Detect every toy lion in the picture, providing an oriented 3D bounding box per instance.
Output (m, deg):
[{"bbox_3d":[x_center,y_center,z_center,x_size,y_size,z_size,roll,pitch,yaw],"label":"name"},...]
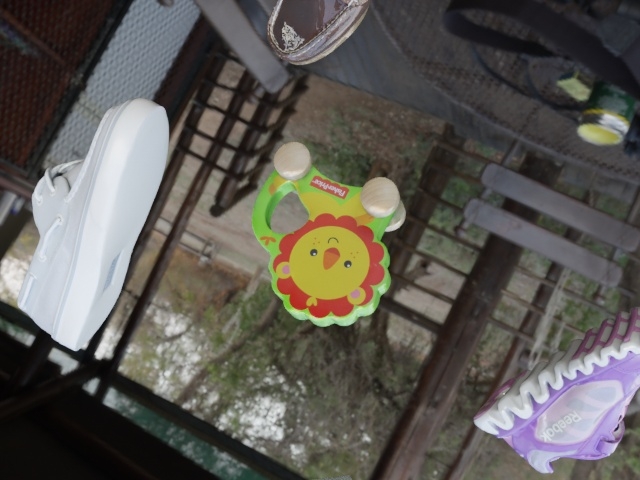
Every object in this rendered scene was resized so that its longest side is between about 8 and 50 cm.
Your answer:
[{"bbox_3d":[0.000,0.000,0.424,0.100,0.096,0.034,25,167,21],"label":"toy lion"}]

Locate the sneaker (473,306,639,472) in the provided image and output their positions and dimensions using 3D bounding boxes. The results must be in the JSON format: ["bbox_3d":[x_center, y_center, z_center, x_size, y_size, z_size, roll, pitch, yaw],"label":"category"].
[{"bbox_3d":[0.263,0.153,0.679,0.104,0.236,0.095,52,-139,11],"label":"sneaker"}]

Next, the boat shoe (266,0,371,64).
[{"bbox_3d":[0.024,-0.231,0.565,0.073,0.207,0.073,44,-161,7],"label":"boat shoe"}]

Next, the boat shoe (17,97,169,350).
[{"bbox_3d":[-0.144,-0.013,0.423,0.063,0.066,0.184,29,129,1],"label":"boat shoe"}]

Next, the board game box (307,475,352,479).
[{"bbox_3d":[-0.104,0.367,0.681,0.303,0.224,0.097,-6,-163,-7],"label":"board game box"}]
